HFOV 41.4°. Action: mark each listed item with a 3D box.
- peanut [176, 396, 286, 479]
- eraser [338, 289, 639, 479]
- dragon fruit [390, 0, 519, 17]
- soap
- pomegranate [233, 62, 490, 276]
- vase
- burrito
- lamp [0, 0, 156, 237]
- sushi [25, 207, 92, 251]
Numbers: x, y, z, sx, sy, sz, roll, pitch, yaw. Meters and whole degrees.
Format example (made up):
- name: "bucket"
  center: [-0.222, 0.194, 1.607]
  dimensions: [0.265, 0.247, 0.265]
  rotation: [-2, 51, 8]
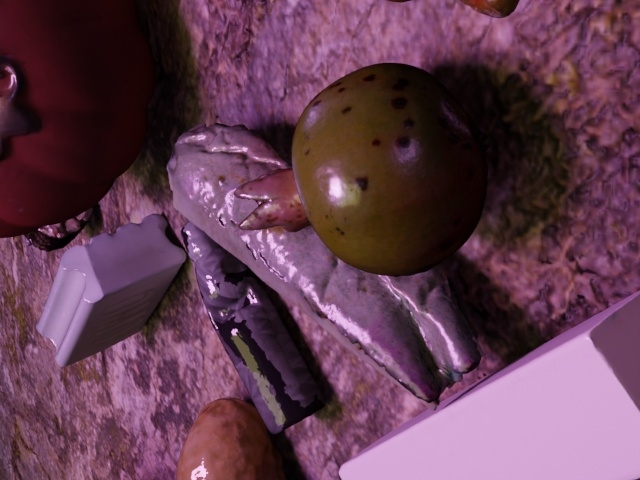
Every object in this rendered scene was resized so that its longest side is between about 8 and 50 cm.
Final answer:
- name: "peanut"
  center: [-0.063, 0.280, 0.845]
  dimensions: [0.137, 0.122, 0.253]
  rotation: [-39, 73, 14]
- name: "eraser"
  center: [0.119, 0.130, 0.551]
  dimensions: [0.078, 0.076, 0.298]
  rotation: [57, 145, 11]
- name: "dragon fruit"
  center: [0.034, -0.191, 0.422]
  dimensions: [0.207, 0.133, 0.150]
  rotation: [56, 140, 19]
- name: "soap"
  center: [-0.234, 0.059, 0.933]
  dimensions: [0.066, 0.119, 0.198]
  rotation: [55, 144, 11]
- name: "pomegranate"
  center: [0.030, -0.030, 0.520]
  dimensions: [0.159, 0.129, 0.129]
  rotation: [-45, 72, 36]
- name: "vase"
  center: [-0.070, 0.072, 0.777]
  dimensions: [0.211, 0.060, 0.060]
  rotation: [59, 145, 8]
- name: "burrito"
  center: [-0.003, 0.001, 0.611]
  dimensions: [0.309, 0.096, 0.066]
  rotation: [38, 164, 32]
- name: "lamp"
  center: [-0.299, -0.152, 0.766]
  dimensions: [0.303, 0.257, 0.303]
  rotation: [2, 101, 11]
- name: "sushi"
  center: [-0.337, -0.065, 1.023]
  dimensions: [0.150, 0.091, 0.078]
  rotation: [61, 148, 4]
